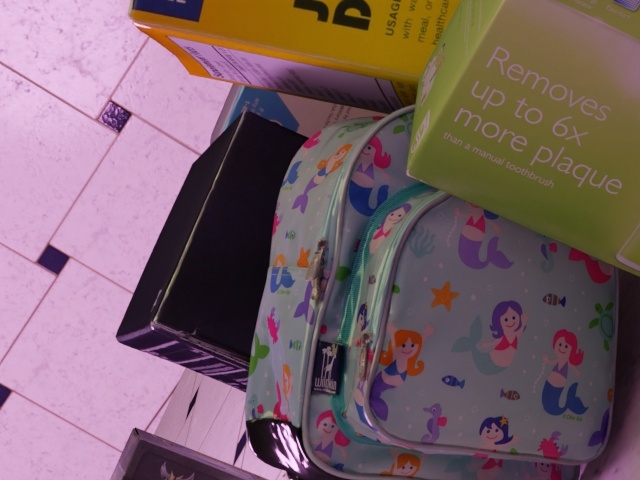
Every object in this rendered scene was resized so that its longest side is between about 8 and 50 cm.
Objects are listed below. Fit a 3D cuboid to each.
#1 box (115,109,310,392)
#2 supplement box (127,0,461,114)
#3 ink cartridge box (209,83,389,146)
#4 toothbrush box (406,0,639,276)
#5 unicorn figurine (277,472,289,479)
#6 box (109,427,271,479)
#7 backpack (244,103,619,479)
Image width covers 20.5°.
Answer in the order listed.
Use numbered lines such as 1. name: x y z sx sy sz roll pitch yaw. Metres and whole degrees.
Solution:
1. box: 0.017 0.050 1.383 0.296 0.294 0.183 157 135 -77
2. supplement box: 0.073 -0.192 1.247 0.194 0.356 0.195 35 -113 -81
3. ink cartridge box: 0.056 -0.118 1.658 0.197 0.270 0.198 -112 45 -80
4. toothbrush box: 0.202 -0.132 1.012 0.122 0.206 0.283 -79 15 -56
5. unicorn figurine: 0.007 0.213 1.852 0.162 0.060 0.111 -52 5 -13
6. box: -0.107 0.305 1.690 0.056 0.231 0.183 -159 92 -78
7. backpack: 0.078 0.037 1.148 0.191 0.225 0.253 -16 65 61
